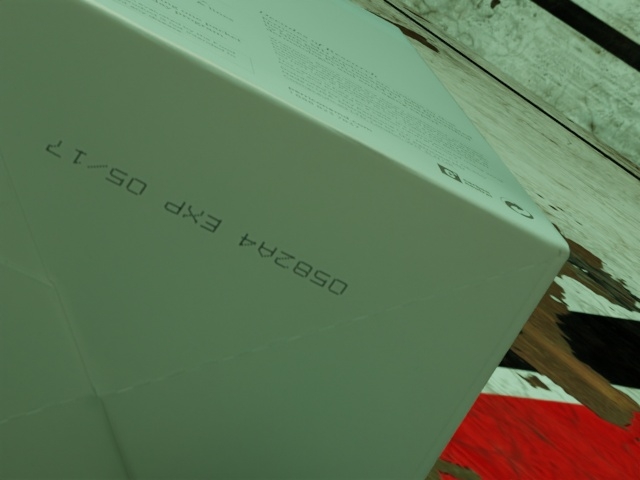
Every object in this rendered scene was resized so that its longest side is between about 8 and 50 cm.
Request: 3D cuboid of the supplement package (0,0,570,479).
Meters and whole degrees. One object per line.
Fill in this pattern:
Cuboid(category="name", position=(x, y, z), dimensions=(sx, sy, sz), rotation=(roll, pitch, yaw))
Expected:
Cuboid(category="supplement package", position=(-0.079, -0.005, 0.554), dimensions=(0.199, 0.198, 0.263), rotation=(26, 15, -17))
